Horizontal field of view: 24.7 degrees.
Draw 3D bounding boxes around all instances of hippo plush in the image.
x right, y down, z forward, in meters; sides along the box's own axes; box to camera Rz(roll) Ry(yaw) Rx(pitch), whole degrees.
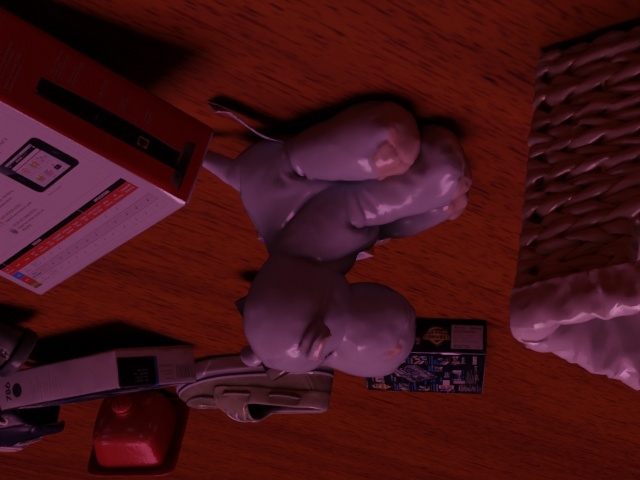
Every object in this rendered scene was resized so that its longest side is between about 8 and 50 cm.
[{"bbox_3d":[0.015,0.008,1.415,0.294,0.236,0.234,14,157,-28],"label":"hippo plush"}]

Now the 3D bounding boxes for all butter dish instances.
[{"bbox_3d":[-0.315,0.303,2.439,0.160,0.160,0.118,-3,136,16],"label":"butter dish"}]

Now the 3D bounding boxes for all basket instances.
[{"bbox_3d":[0.375,-0.026,1.227,0.328,0.266,0.331,-14,154,40],"label":"basket"}]

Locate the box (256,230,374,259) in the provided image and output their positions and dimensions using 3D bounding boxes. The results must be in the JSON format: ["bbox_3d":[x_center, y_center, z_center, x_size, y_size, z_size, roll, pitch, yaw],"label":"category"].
[{"bbox_3d":[0.000,0.000,1.699,0.081,0.028,0.136,-14,152,38],"label":"box"}]

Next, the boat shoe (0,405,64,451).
[{"bbox_3d":[-0.584,0.274,2.428,0.158,0.127,0.340,-23,156,38],"label":"boat shoe"}]

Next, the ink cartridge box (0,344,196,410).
[{"bbox_3d":[-0.363,0.212,2.223,0.333,0.065,0.165,-12,172,39],"label":"ink cartridge box"}]

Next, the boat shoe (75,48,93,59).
[{"bbox_3d":[-0.239,-0.136,1.351,0.049,0.042,0.133,-7,166,-29],"label":"boat shoe"}]

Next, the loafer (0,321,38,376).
[{"bbox_3d":[-0.494,0.158,2.136,0.084,0.096,0.267,35,151,-19],"label":"loafer"}]

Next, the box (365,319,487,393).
[{"bbox_3d":[0.149,0.169,2.097,0.175,0.051,0.220,1,160,6],"label":"box"}]

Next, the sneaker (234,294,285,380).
[{"bbox_3d":[-0.022,0.098,1.920,0.083,0.118,0.222,-31,174,27],"label":"sneaker"}]

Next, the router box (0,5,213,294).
[{"bbox_3d":[-0.308,-0.087,1.331,0.301,0.082,0.335,30,150,-23],"label":"router box"}]

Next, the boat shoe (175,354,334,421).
[{"bbox_3d":[-0.109,0.230,2.240,0.302,0.094,0.109,-14,154,39],"label":"boat shoe"}]
